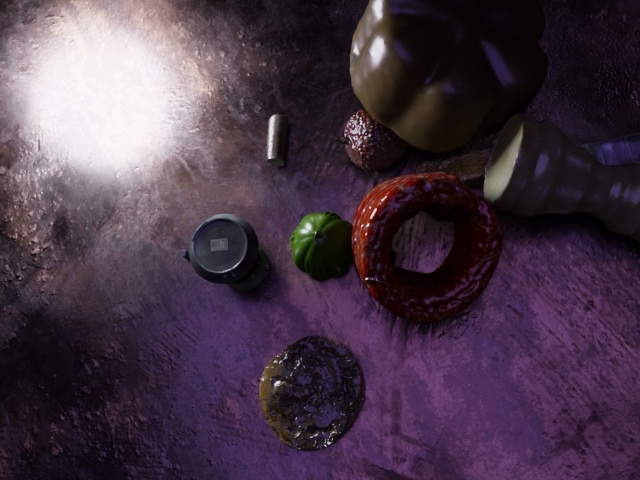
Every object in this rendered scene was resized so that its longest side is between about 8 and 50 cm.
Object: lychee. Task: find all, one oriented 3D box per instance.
[{"bbox_3d":[0.127,-0.255,1.922,0.197,0.165,0.165,-11,75,-15],"label":"lychee"}]

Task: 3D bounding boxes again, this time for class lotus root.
[{"bbox_3d":[0.000,0.000,1.878,0.186,0.186,0.186,-2,77,7],"label":"lotus root"}]

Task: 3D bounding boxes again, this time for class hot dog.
[{"bbox_3d":[0.359,-0.174,1.917,0.242,0.073,0.084,-13,72,7],"label":"hot dog"}]

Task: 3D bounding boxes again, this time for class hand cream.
[{"bbox_3d":[0.835,-0.229,1.878,0.340,0.078,0.125,-16,76,12],"label":"hand cream"}]

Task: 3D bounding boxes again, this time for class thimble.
[{"bbox_3d":[0.237,0.007,1.777,0.350,0.230,0.350,0,95,-4],"label":"thimble"}]

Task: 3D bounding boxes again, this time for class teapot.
[{"bbox_3d":[-0.235,0.040,1.873,0.203,0.225,0.171,0,75,9],"label":"teapot"}]

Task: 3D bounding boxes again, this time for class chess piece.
[{"bbox_3d":[0.626,-0.131,1.764,0.441,0.234,0.234,15,79,-4],"label":"chess piece"}]

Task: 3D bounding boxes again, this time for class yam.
[{"bbox_3d":[-0.116,-0.268,2.015,0.054,0.054,0.132,1,77,8],"label":"yam"}]

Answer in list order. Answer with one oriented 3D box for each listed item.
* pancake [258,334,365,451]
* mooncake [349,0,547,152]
[{"bbox_3d":[-0.021,0.375,1.855,0.282,0.049,0.283,-2,76,7],"label":"pancake"},{"bbox_3d":[0.311,-0.459,1.836,0.466,0.262,0.467,5,69,-13],"label":"mooncake"}]
